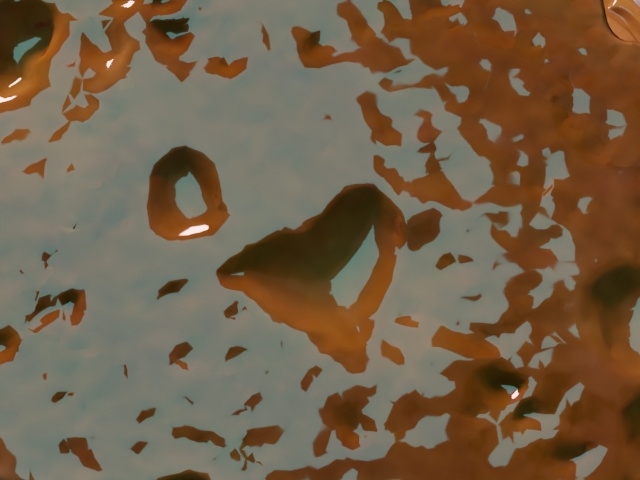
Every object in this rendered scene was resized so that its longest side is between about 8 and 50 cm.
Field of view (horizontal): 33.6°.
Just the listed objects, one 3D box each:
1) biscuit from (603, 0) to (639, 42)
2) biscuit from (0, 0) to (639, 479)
[{"bbox_3d":[0.084,-0.047,0.410,0.118,0.023,0.140,-25,63,1],"label":"biscuit"},{"bbox_3d":[0.000,0.000,0.353,0.355,0.052,0.275,10,78,5],"label":"biscuit"}]
